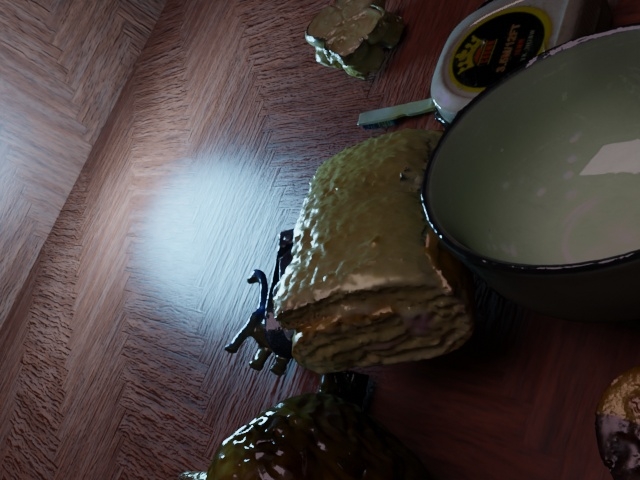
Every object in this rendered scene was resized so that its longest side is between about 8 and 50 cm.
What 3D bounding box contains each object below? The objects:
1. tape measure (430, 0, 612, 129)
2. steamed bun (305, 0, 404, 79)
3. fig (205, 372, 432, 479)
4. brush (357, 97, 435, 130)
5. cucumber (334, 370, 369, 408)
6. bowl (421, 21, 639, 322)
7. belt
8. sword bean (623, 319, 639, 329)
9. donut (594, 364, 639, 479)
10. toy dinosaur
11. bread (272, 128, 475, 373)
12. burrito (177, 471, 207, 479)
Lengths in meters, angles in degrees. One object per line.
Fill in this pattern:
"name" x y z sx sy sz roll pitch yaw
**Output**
"tape measure" 0.286 -0.263 0.983 0.231 0.133 0.271 4 66 44
"steamed bun" 0.079 -0.416 1.369 0.192 0.106 0.177 -48 48 -6
"fig" -0.003 0.256 0.818 0.286 0.286 0.368 -34 36 31
"brush" 0.145 -0.226 1.211 0.179 0.030 0.033 -5 44 37
"cucumber" 0.001 0.320 0.944 0.067 0.067 0.293 -3 63 50
"bowl" 0.303 -0.048 0.710 0.354 0.185 0.354 -24 37 19
"belt" -0.029 0.089 1.068 0.128 0.122 0.218 -11 44 20
"sword bean" 0.315 0.059 0.783 0.269 0.038 0.043 28 112 55
"donut" 0.334 0.188 0.641 0.140 0.059 0.140 -30 45 35
"toy dinosaur" -0.056 0.134 1.155 0.248 0.075 0.188 2 53 33
"bread" 0.088 -0.004 0.902 0.237 0.165 0.375 -16 30 22
"burrito" -0.176 0.412 1.109 0.188 0.045 0.058 -11 63 44
